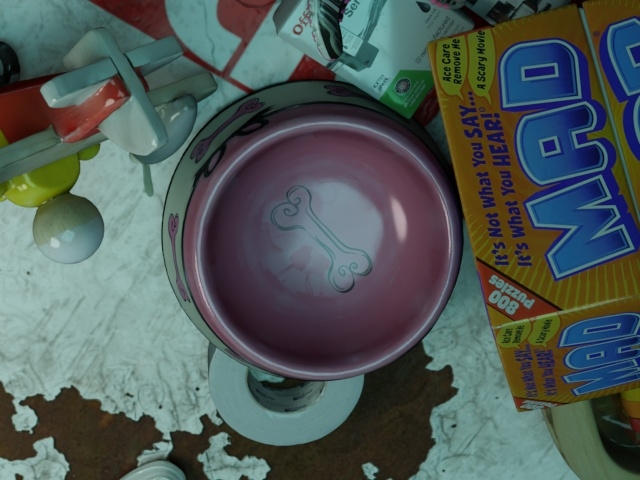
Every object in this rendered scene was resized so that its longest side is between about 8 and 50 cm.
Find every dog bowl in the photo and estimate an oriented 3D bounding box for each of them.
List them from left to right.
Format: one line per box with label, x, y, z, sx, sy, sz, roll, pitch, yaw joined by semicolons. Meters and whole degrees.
dog bowl;0.000;0.000;1.763;0.408;0.150;0.408;-1;100;-8

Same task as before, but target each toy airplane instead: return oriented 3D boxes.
toy airplane;-0.304;-0.104;1.610;0.386;0.384;0.272;-15;104;-1

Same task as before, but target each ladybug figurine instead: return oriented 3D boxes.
ladybug figurine;0.446;0.170;1.917;0.305;0.162;0.449;-15;114;2

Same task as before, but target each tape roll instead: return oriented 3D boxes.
tape roll;-0.049;0.178;1.924;0.219;0.072;0.219;-2;114;-5

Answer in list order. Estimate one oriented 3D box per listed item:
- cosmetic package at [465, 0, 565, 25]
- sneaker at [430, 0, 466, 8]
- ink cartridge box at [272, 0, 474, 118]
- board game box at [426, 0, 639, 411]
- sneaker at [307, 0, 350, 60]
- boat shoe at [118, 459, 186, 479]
cosmetic package;0.195;-0.350;1.724;0.239;0.060;0.099;32;106;-17
sneaker;0.134;-0.331;1.665;0.119;0.057;0.047;35;147;-16
ink cartridge box;0.064;-0.276;1.729;0.208;0.087;0.153;30;107;-16
board game box;0.354;-0.043;1.615;0.356;0.356;0.356;-13;156;7
sneaker;0.022;-0.299;1.633;0.074;0.063;0.170;-3;107;5
boat shoe;-0.298;0.439;2.000;0.098;0.096;0.277;39;105;-18
